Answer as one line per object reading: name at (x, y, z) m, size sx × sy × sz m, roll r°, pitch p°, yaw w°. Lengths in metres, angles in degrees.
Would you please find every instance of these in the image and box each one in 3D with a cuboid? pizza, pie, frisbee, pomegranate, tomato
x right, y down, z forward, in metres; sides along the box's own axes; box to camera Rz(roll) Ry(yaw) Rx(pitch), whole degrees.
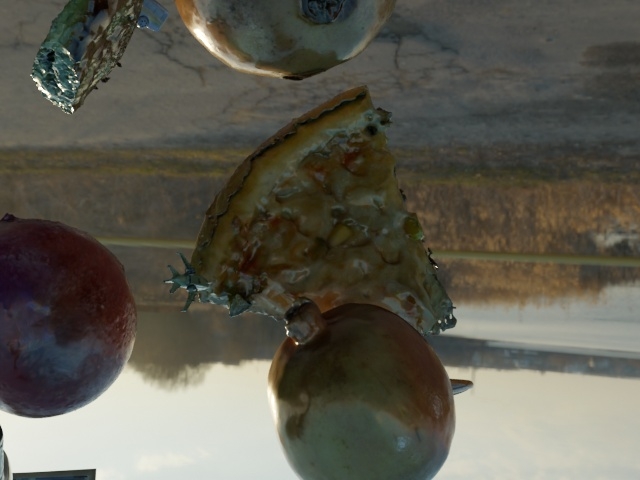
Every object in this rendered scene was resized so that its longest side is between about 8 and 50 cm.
pizza at (-0.024, -0.021, 1.082) m, size 0.392 × 0.435 × 0.080 m, roll -15°, pitch 160°, yaw -11°
pie at (-0.384, -0.375, 1.194) m, size 0.103 × 0.288 × 0.355 m, roll 27°, pitch 157°, yaw -12°
frisbee at (0.151, 0.244, 1.123) m, size 0.192 × 0.035 × 0.192 m, roll 1°, pitch 164°, yaw 0°
pomegranate at (0.040, 0.188, 0.872) m, size 0.229 × 0.270 × 0.252 m, roll -27°, pitch -158°, yaw 8°
pomegranate at (-0.041, -0.371, 0.932) m, size 0.322 × 0.322 × 0.322 m, roll 5°, pitch 172°, yaw 1°
tomato at (-0.419, 0.118, 1.078) m, size 0.290 × 0.334 × 0.176 m, roll -14°, pitch -168°, yaw -29°

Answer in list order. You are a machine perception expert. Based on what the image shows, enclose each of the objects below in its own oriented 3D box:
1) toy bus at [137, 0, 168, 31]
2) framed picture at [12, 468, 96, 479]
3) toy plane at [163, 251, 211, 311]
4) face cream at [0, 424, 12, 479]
toy bus at (-0.431, -0.545, 1.574) m, size 0.064 × 0.075 × 0.190 m, roll 44°, pitch -171°, yaw 31°
framed picture at (-0.586, 0.559, 1.386) m, size 0.260 × 0.189 × 0.023 m, roll 2°, pitch 163°, yaw -12°
toy plane at (-0.174, 0.055, 0.930) m, size 0.033 × 0.080 × 0.083 m, roll -16°, pitch 164°, yaw 27°
face cream at (-0.371, 0.295, 0.747) m, size 0.071 × 0.291 × 0.144 m, roll 4°, pitch -143°, yaw -19°
